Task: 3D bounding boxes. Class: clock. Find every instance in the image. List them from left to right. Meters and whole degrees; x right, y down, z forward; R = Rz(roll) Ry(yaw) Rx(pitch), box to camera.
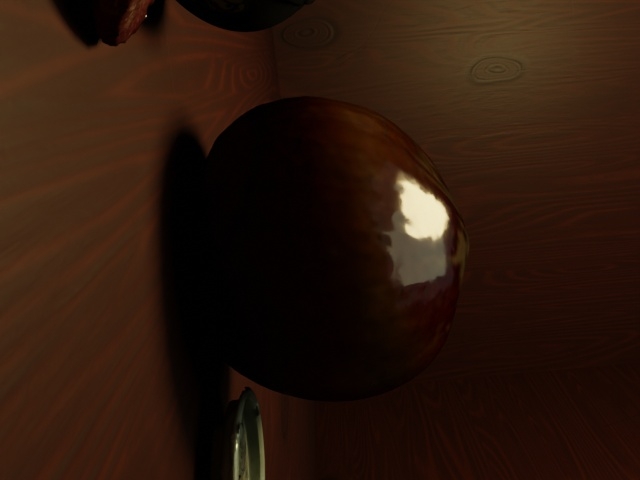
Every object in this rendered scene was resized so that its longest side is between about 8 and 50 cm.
[{"bbox_3d":[-0.112,0.316,0.829,0.236,0.053,0.236,-4,90,-87],"label":"clock"}]

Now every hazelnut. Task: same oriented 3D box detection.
[{"bbox_3d":[0.000,0.000,0.871,0.402,0.402,0.429,81,9,-64],"label":"hazelnut"}]

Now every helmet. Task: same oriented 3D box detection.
[{"bbox_3d":[-0.112,-0.336,0.733,0.231,0.160,0.278,32,31,-35],"label":"helmet"}]

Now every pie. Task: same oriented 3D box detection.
[{"bbox_3d":[-0.153,-0.233,0.530,0.154,0.036,0.154,-56,-163,27],"label":"pie"}]
